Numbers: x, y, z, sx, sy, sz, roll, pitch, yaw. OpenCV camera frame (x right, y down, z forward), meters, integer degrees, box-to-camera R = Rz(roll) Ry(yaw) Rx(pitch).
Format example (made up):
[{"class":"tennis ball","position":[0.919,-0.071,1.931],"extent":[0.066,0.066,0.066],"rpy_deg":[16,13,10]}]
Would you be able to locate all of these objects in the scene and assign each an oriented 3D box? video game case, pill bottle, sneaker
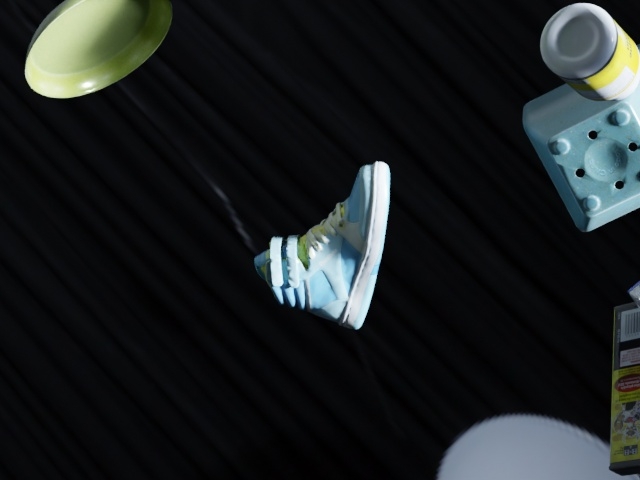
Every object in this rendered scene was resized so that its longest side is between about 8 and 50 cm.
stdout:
[{"class":"video game case","position":[0.512,0.177,1.544],"extent":[0.035,0.248,0.275],"rpy_deg":[29,147,-34]},{"class":"pill bottle","position":[0.377,-0.249,1.581],"extent":[0.103,0.103,0.184],"rpy_deg":[-48,152,15]},{"class":"sneaker","position":[0.000,0.000,1.945],"extent":[0.127,0.208,0.319],"rpy_deg":[-79,-179,-61]}]

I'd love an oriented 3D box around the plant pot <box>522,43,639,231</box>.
[{"class":"plant pot","position":[0.485,-0.155,1.922],"extent":[0.247,0.247,0.252],"rpy_deg":[-27,-175,21]}]

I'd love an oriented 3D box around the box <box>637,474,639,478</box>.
[{"class":"box","position":[0.618,0.348,1.884],"extent":[0.207,0.114,0.036],"rpy_deg":[-36,180,-13]}]

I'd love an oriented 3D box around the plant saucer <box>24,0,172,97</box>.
[{"class":"plant saucer","position":[-0.332,-0.302,1.700],"extent":[0.241,0.037,0.241],"rpy_deg":[-30,163,-10]}]

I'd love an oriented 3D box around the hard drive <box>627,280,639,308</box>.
[{"class":"hard drive","position":[0.515,0.033,1.242],"extent":[0.319,0.210,0.040],"rpy_deg":[-40,-165,1]}]
